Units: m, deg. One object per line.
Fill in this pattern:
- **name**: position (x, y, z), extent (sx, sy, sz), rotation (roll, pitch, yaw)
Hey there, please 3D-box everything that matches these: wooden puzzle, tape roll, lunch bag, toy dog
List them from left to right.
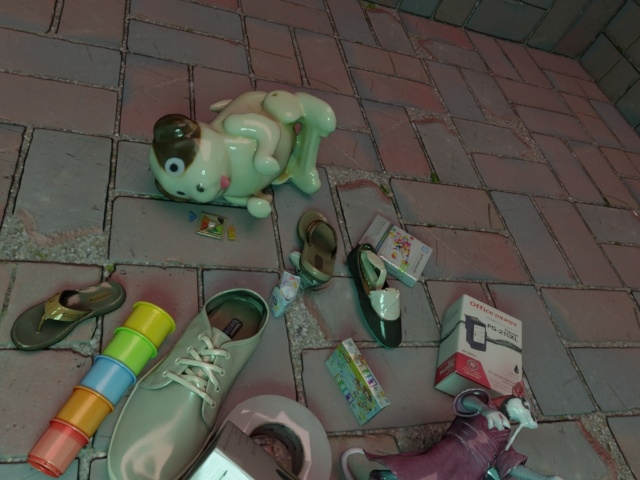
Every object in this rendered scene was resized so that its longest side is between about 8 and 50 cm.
- **wooden puzzle**: position (-0.265, -0.038, 1.249), extent (0.117, 0.014, 0.078), rotation (10, 49, -17)
- **toy dog**: position (-0.220, -0.238, 1.261), extent (0.408, 0.284, 0.395), rotation (-31, 69, -38)
- **tape roll**: position (-0.093, 0.396, 0.920), extent (0.220, 0.072, 0.219), rotation (14, 47, -15)
- **lunch bag**: position (-0.084, 0.124, 1.155), extent (0.053, 0.071, 0.083), rotation (21, 47, -10)

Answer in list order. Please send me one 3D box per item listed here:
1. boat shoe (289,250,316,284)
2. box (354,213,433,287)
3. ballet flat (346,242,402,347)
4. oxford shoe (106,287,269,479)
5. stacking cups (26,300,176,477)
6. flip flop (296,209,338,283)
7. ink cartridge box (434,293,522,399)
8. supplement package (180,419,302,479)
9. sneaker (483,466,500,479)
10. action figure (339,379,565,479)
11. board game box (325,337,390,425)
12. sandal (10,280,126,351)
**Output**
- **boat shoe**: position (-0.043, 0.069, 1.249), extent (0.100, 0.035, 0.035), rotation (47, 45, 8)
- **box**: position (0.202, 0.026, 1.398), extent (0.186, 0.038, 0.145), rotation (34, 46, 4)
- **ballet flat**: position (0.136, 0.122, 1.244), extent (0.096, 0.096, 0.280), rotation (-4, 54, -29)
- **oxford shoe**: position (-0.230, 0.248, 0.944), extent (0.169, 0.130, 0.449), rotation (32, 47, 1)
- **stacking cups**: position (-0.376, 0.258, 0.901), extent (0.096, 0.096, 0.316), rotation (27, 50, -2)
- **flip flop**: position (0.000, 0.000, 1.266), extent (0.112, 0.080, 0.277), rotation (25, 28, -12)
- **ink cartridge box**: position (0.386, 0.271, 1.230), extent (0.172, 0.100, 0.237), rotation (26, 46, -4)
- **supplement package**: position (-0.101, 0.432, 0.720), extent (0.263, 0.199, 0.198), rotation (39, 80, 2)
- **sneaker**: position (0.314, 0.539, 0.970), extent (0.282, 0.099, 0.153), rotation (46, 47, 13)
- **action figure**: position (0.271, 0.402, 0.949), extent (0.370, 0.276, 0.247), rotation (-35, 103, -31)
- **board game box**: position (0.074, 0.295, 1.062), extent (0.026, 0.103, 0.154), rotation (-15, 59, -34)
- **sandal**: position (-0.477, 0.130, 0.973), extent (0.219, 0.060, 0.090), rotation (-24, 65, -38)
